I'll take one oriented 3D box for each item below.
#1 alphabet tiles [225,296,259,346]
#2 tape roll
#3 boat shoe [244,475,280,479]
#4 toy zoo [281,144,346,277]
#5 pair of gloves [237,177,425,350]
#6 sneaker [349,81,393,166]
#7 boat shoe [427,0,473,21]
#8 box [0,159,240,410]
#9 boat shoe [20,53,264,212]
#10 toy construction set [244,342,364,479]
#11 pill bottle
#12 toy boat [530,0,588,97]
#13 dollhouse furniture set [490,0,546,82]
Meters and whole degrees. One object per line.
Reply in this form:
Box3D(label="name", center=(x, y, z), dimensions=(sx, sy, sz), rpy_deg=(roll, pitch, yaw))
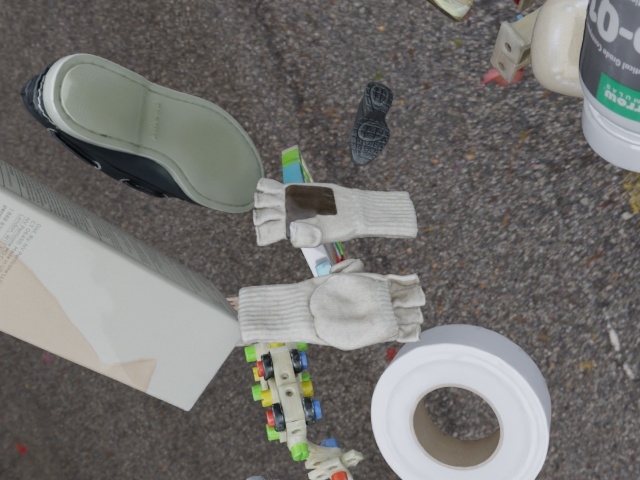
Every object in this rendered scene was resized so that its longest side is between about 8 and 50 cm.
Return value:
Box3D(label="alphabet tiles", center=(-0.143, 0.185, 1.520), dimensions=(0.198, 0.237, 0.009), rpy_deg=(-6, 57, 9))
Box3D(label="tape roll", center=(0.229, 0.287, 1.099), dimensions=(0.286, 0.100, 0.286), rpy_deg=(5, 104, 20))
Box3D(label="boat shoe", center=(-0.087, 0.334, 0.898), dimensions=(0.035, 0.100, 0.035), rpy_deg=(-8, 71, 20))
Box3D(label="toy zoo", center=(0.000, 0.000, 0.959), dimensions=(0.030, 0.293, 0.192), rpy_deg=(-22, 119, 6))
Box3D(label="pair of gloves", center=(0.015, 0.018, 0.756), dimensions=(0.204, 0.240, 0.042), rpy_deg=(3, 139, 0))
Box3D(label="sneaker", center=(0.140, -0.319, 1.935), dimensions=(0.109, 0.286, 0.130), rpy_deg=(22, 149, -6))
Box3D(label="boat shoe", center=(0.218, -0.480, 1.272), dimensions=(0.153, 0.056, 0.048), rpy_deg=(37, 103, -1))
Box3D(label="box", center=(-0.245, 0.048, 0.709), dimensions=(0.121, 0.311, 0.148), rpy_deg=(-55, 32, 0))
Box3D(label="boat shoe", center=(-0.208, -0.119, 0.822), dimensions=(0.113, 0.340, 0.127), rpy_deg=(5, 83, 36))
Box3D(label="toy construction set", center=(-0.050, 0.308, 1.245), dimensions=(0.328, 0.151, 0.215), rpy_deg=(54, 156, 36))
Box3D(label="pill bottle", center=(0.403, -0.248, 0.744), dimensions=(0.204, 0.204, 0.361), rpy_deg=(26, 158, 27))
Box3D(label="toy boat", center=(0.480, -0.389, 1.075), dimensions=(0.267, 0.148, 0.319), rpy_deg=(3, 113, -3))
Box3D(label="dollhouse furniture set", center=(0.387, -0.446, 1.350), dimensions=(0.184, 0.129, 0.129), rpy_deg=(56, 170, 19))
